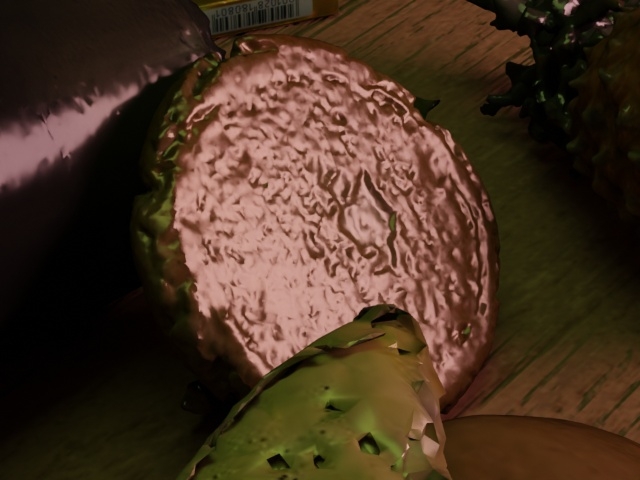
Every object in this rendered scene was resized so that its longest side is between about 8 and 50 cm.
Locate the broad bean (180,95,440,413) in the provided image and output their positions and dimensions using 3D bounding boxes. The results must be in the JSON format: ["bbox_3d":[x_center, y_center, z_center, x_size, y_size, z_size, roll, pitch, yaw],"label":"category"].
[{"bbox_3d":[0.012,0.005,1.060,0.060,0.043,0.297,15,40,16],"label":"broad bean"}]

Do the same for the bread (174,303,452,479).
[{"bbox_3d":[0.042,0.199,0.589,0.279,0.248,0.315,20,48,29],"label":"bread"}]

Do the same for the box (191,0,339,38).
[{"bbox_3d":[-0.078,-0.203,1.391,0.121,0.030,0.193,-13,35,-17],"label":"box"}]

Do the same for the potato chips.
[{"bbox_3d":[0.100,0.133,0.855,0.195,0.062,0.208,-6,32,-11],"label":"potato chips"}]

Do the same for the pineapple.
[{"bbox_3d":[0.178,-0.088,1.119,0.169,0.169,0.340,-18,29,-24],"label":"pineapple"}]

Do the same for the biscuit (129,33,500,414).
[{"bbox_3d":[0.000,0.000,0.960,0.042,0.226,0.226,-28,7,48],"label":"biscuit"}]

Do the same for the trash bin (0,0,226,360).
[{"bbox_3d":[-0.206,-0.023,0.949,0.203,0.252,0.301,24,34,31],"label":"trash bin"}]
